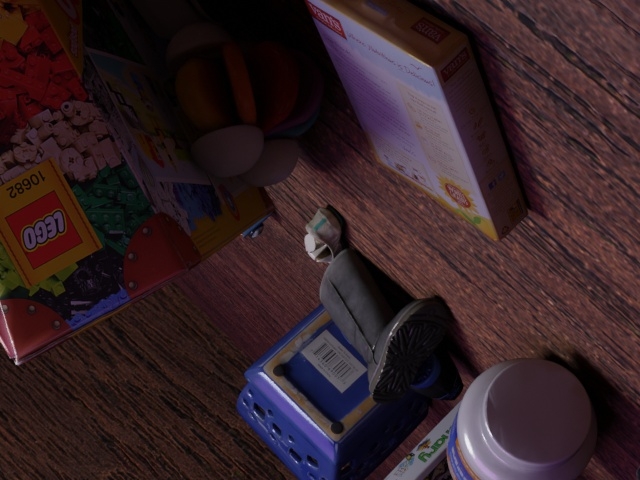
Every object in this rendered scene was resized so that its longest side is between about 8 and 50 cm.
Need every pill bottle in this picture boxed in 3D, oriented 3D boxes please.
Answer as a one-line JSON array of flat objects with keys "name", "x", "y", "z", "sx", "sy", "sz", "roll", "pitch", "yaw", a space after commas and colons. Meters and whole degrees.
[{"name": "pill bottle", "x": 0.223, "y": 0.216, "z": 1.531, "sx": 0.152, "sy": 0.152, "sz": 0.272, "roll": 45, "pitch": 169, "yaw": 14}]

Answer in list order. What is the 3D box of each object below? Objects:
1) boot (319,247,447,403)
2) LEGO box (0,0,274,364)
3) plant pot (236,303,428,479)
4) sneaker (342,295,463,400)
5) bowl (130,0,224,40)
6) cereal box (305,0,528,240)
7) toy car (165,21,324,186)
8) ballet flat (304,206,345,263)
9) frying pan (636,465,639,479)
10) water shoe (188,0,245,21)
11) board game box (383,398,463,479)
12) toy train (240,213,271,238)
[{"name": "boot", "x": 0.077, "y": 0.085, "z": 1.804, "sx": 0.076, "sy": 0.189, "sz": 0.208, "roll": 12, "pitch": -143, "yaw": -27}, {"name": "LEGO box", "x": -0.250, "y": -0.122, "z": 1.437, "sx": 0.372, "sy": 0.193, "sz": 0.500, "roll": 61, "pitch": -170, "yaw": -4}, {"name": "plant pot", "x": 0.021, "y": 0.234, "z": 2.143, "sx": 0.236, "sy": 0.236, "sz": 0.212, "roll": 43, "pitch": 161, "yaw": 17}, {"name": "sneaker", "x": 0.106, "y": 0.144, "z": 1.888, "sx": 0.090, "sy": 0.081, "sz": 0.232, "roll": 36, "pitch": -173, "yaw": -44}, {"name": "bowl", "x": -0.170, "y": -0.267, "z": 1.484, "sx": 0.142, "sy": 0.053, "sz": 0.142, "roll": 52, "pitch": -170, "yaw": -3}, {"name": "cereal box", "x": 0.084, "y": -0.118, "z": 1.193, "sx": 0.173, "sy": 0.047, "sz": 0.240, "roll": 38, "pitch": 165, "yaw": 38}, {"name": "toy car", "x": -0.065, "y": -0.150, "z": 1.415, "sx": 0.182, "sy": 0.136, "sz": 0.159, "roll": 13, "pitch": -123, "yaw": -64}, {"name": "ballet flat", "x": 0.000, "y": 0.000, "z": 1.866, "sx": 0.057, "sy": 0.052, "sz": 0.168, "roll": 45, "pitch": 168, "yaw": 17}, {"name": "frying pan", "x": 0.387, "y": 0.256, "z": 1.326, "sx": 0.197, "sy": 0.053, "sz": 0.326, "roll": 40, "pitch": 164, "yaw": 31}, {"name": "water shoe", "x": -0.150, "y": -0.302, "z": 1.373, "sx": 0.080, "sy": 0.073, "sz": 0.203, "roll": 40, "pitch": 167, "yaw": 50}, {"name": "board game box", "x": 0.169, "y": 0.343, "z": 1.759, "sx": 0.193, "sy": 0.305, "sz": 0.053, "roll": 53, "pitch": 165, "yaw": -28}, {"name": "toy train", "x": -0.153, "y": -0.082, "z": 2.091, "sx": 0.184, "sy": 0.080, "sz": 0.105, "roll": 46, "pitch": 162, "yaw": 9}]
